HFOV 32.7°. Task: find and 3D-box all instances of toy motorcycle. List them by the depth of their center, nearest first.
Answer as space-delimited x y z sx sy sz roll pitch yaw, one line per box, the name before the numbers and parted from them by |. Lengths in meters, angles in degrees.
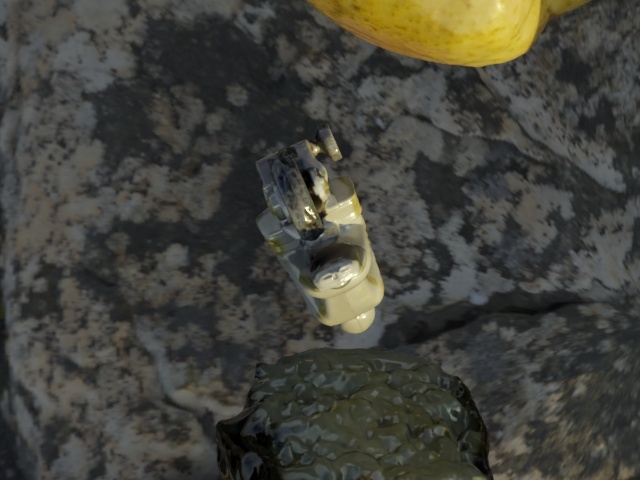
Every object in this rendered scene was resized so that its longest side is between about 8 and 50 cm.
toy motorcycle | 0.000 0.000 0.785 0.074 0.229 0.151 -23 93 -2

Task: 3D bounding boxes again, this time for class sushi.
sushi | 0.034 0.216 0.817 0.211 0.350 0.171 -3 113 -11

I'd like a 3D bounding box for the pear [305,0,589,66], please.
pear | 0.085 -0.250 0.748 0.271 0.271 0.271 -1 85 17
